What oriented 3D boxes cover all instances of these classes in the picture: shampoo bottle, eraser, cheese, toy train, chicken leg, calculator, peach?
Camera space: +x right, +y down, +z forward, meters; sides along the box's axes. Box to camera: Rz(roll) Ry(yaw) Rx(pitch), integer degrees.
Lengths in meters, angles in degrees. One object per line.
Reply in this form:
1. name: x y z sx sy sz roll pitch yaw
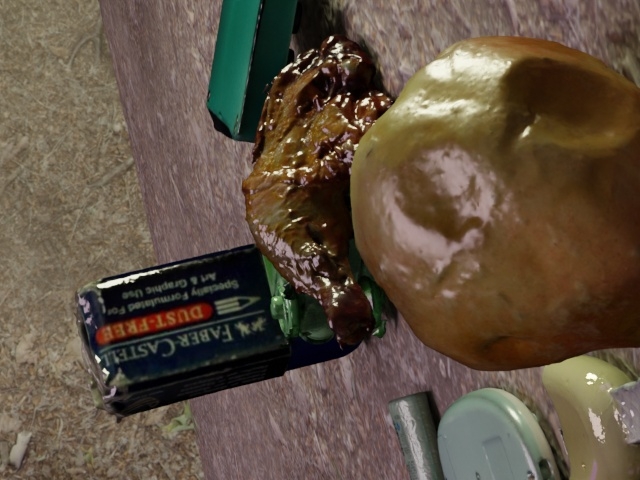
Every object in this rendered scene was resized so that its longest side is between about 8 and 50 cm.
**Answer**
1. shampoo bottle: 0.119 0.259 1.711 0.069 0.041 0.190 145 110 -70
2. eraser: -0.116 0.097 1.873 0.101 0.332 0.155 107 147 -64
3. cheese: 0.217 0.134 1.157 0.235 0.050 0.127 126 129 -75
4. toy train: 0.000 0.000 1.754 0.243 0.132 0.188 99 160 -56
5. chicken leg: 0.008 -0.052 1.574 0.177 0.083 0.322 2 73 38
6. calculator: 0.164 0.232 1.493 0.295 0.042 0.184 127 127 -72
7. calculator: -0.067 -0.235 1.756 0.274 0.058 0.248 -141 60 -75
8. peach: 0.137 -0.013 0.998 0.235 0.214 0.214 31 139 40
